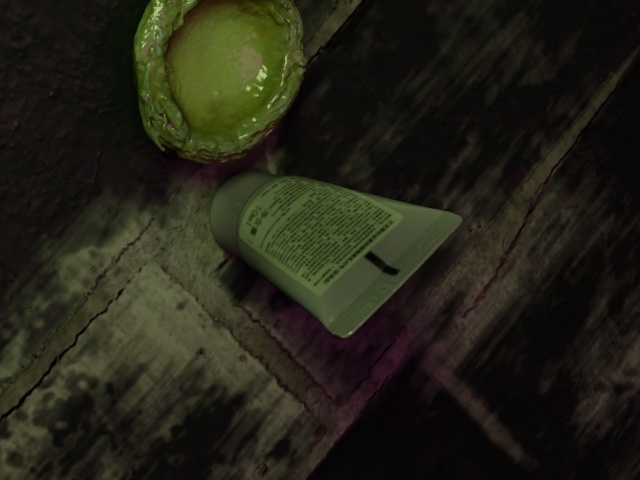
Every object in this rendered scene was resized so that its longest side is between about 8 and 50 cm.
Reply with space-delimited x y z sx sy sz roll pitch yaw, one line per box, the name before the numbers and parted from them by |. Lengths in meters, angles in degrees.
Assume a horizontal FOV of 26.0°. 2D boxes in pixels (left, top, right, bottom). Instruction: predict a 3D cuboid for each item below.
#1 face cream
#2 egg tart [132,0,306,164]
face cream | 0.000 0.000 1.284 0.154 0.274 0.096 -41 122 -17
egg tart | -0.100 -0.166 1.295 0.197 0.078 0.197 -11 110 -33
